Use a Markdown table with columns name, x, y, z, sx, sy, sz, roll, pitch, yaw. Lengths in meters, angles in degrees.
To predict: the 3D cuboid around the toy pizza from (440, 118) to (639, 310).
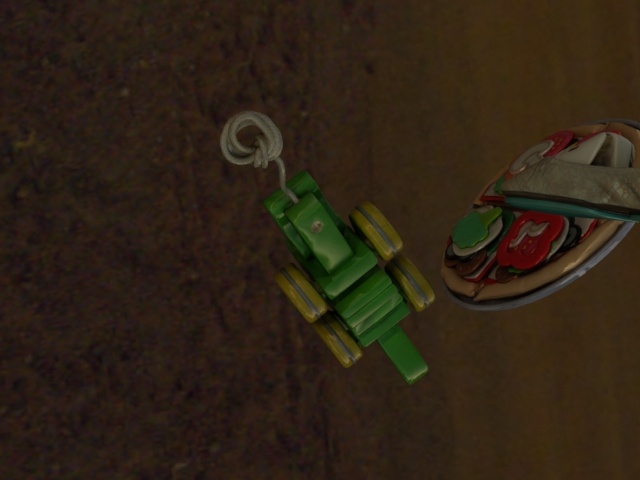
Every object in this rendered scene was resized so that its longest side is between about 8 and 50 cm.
| name | x | y | z | sx | sy | sz | roll | pitch | yaw |
| --- | --- | --- | --- | --- | --- | --- | --- | --- | --- |
| toy pizza | 0.169 | -0.028 | 0.870 | 0.032 | 0.201 | 0.201 | 46 | 40 | -22 |

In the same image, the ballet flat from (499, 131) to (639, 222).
| name | x | y | z | sx | sy | sz | roll | pitch | yaw |
| --- | --- | --- | --- | --- | --- | --- | --- | --- | --- |
| ballet flat | 0.166 | -0.032 | 0.586 | 0.057 | 0.168 | 0.052 | 12 | 91 | -39 |

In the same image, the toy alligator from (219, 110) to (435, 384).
| name | x | y | z | sx | sy | sz | roll | pitch | yaw |
| --- | --- | --- | --- | --- | --- | --- | --- | --- | --- |
| toy alligator | 0.000 | 0.000 | 0.515 | 0.190 | 0.056 | 0.051 | 54 | -5 | -39 |
